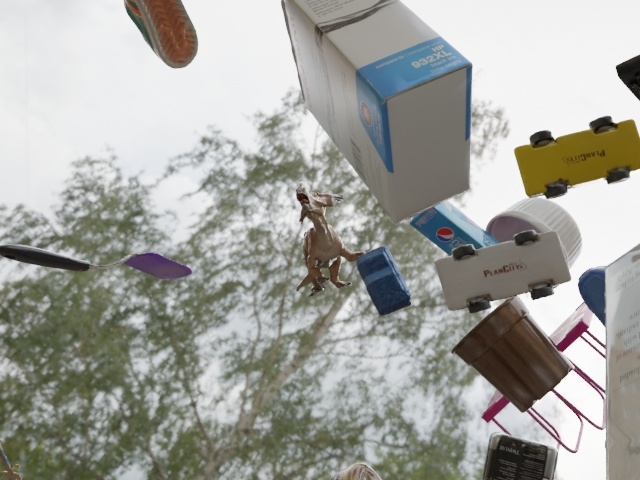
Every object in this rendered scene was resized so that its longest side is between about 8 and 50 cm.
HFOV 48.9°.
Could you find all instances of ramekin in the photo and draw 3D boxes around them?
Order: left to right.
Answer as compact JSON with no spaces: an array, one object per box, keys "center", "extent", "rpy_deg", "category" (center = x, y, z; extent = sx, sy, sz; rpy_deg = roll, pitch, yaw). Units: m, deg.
[{"center":[0.485,0.001,1.581],"extent":[0.207,0.109,0.207],"rpy_deg":[39,-28,26],"category":"ramekin"}]

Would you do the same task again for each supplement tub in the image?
[{"center":[0.324,0.425,1.174],"extent":[0.117,0.190,0.117],"rpy_deg":[14,-11,3],"category":"supplement tub"}]

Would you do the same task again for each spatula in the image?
[{"center":[-0.307,0.030,0.987],"extent":[0.084,0.030,0.296],"rpy_deg":[-13,-14,37],"category":"spatula"}]

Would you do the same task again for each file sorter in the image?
[{"center":[0.511,0.296,1.441],"extent":[0.182,0.202,0.291],"rpy_deg":[43,-66,12],"category":"file sorter"}]

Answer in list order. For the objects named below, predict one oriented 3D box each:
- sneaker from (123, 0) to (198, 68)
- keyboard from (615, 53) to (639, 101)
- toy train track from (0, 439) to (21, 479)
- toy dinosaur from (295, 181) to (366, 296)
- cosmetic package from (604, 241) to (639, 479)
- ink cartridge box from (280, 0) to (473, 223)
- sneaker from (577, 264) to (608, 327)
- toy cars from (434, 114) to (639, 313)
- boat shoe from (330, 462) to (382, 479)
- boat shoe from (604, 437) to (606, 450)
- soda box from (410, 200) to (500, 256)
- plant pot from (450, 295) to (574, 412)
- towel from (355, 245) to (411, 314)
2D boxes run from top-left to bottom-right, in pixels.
[{"center":[-0.306,-0.451,1.226],"extent":[0.121,0.108,0.302],"rpy_deg":[36,-33,40],"category":"sneaker"},{"center":[0.636,-0.329,1.127],"extent":[0.317,0.033,0.201],"rpy_deg":[-23,-42,39],"category":"keyboard"},{"center":[-0.439,0.314,0.995],"extent":[0.048,0.014,0.083],"rpy_deg":[-9,-74,37],"category":"toy train track"},{"center":[0.000,0.000,1.527],"extent":[0.200,0.127,0.296],"rpy_deg":[64,-23,18],"category":"toy dinosaur"},{"center":[0.269,0.080,0.395],"extent":[0.151,0.184,0.151],"rpy_deg":[21,-33,-8],"category":"cosmetic package"},{"center":[0.077,-0.213,0.991],"extent":[0.307,0.129,0.223],"rpy_deg":[57,-12,39],"category":"ink cartridge box"},{"center":[0.558,0.160,1.185],"extent":[0.330,0.147,0.130],"rpy_deg":[51,-57,37],"category":"sneaker"},{"center":[0.329,-0.035,1.072],"extent":[0.176,0.394,0.087],"rpy_deg":[35,-5,9],"category":"toy cars"},{"center":[0.056,0.452,0.885],"extent":[0.123,0.123,0.342],"rpy_deg":[-16,-84,23],"category":"boat shoe"},{"center":[0.697,0.497,1.362],"extent":[0.335,0.095,0.112],"rpy_deg":[40,-72,19],"category":"boat shoe"},{"center":[0.287,-0.009,1.462],"extent":[0.210,0.071,0.067],"rpy_deg":[38,-57,-12],"category":"soda box"},{"center":[0.353,0.210,1.275],"extent":[0.165,0.167,0.167],"rpy_deg":[49,-34,17],"category":"plant pot"},{"center":[0.109,0.069,1.234],"extent":[0.067,0.119,0.029],"rpy_deg":[-24,-30,0],"category":"towel"}]
